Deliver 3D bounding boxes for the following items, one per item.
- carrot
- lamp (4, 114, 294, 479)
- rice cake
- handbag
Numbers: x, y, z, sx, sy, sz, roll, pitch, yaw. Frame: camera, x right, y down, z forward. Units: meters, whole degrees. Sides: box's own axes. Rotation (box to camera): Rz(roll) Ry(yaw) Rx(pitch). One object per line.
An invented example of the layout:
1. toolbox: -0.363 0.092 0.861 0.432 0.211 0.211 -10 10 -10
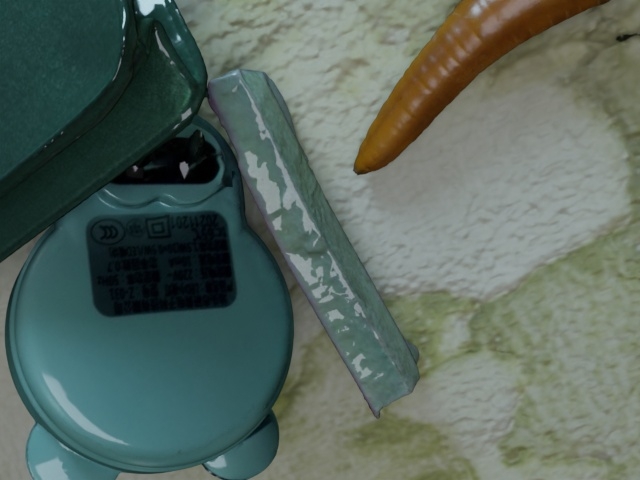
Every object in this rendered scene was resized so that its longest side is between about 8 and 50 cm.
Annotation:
1. carrot: 0.118 -0.148 0.736 0.271 0.066 0.062 -34 56 14
2. lamp: -0.125 0.038 0.741 0.209 0.147 0.284 -2 97 -24
3. rice cake: -0.002 0.000 0.769 0.051 0.081 0.290 -23 102 27
4. handbag: -0.244 -0.107 0.688 0.326 0.089 0.238 -34 67 22
